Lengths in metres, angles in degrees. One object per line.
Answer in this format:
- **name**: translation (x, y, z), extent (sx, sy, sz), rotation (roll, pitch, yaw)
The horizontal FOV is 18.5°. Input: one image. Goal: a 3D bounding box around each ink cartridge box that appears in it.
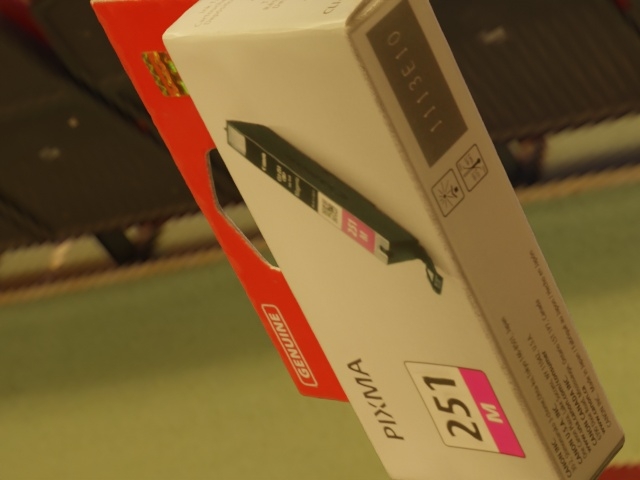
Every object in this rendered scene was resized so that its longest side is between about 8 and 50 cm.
- **ink cartridge box**: translation (0.000, 0.000, 0.976), extent (0.239, 0.275, 0.060), rotation (2, 37, 46)
